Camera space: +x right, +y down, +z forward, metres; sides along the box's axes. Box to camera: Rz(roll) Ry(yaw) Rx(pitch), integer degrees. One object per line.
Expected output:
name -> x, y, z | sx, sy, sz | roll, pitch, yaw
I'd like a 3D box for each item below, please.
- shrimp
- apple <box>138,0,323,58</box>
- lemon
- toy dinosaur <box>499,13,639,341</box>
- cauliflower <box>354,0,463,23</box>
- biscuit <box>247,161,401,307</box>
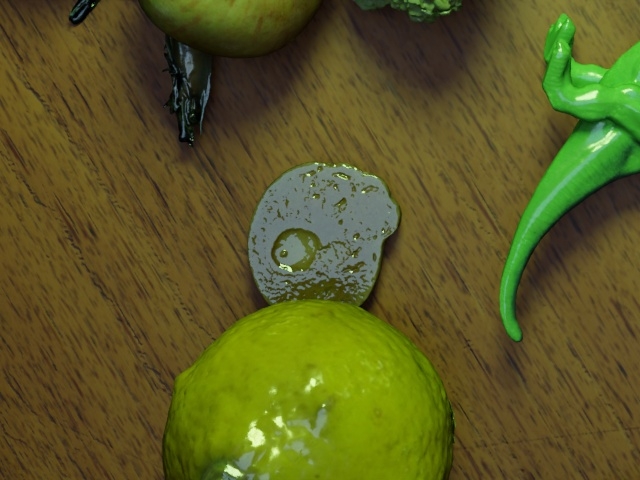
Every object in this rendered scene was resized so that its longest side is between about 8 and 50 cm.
shrimp -> -0.227, -0.247, 1.811 | 0.198, 0.051, 0.262 | -2, 91, 16
apple -> -0.105, -0.337, 1.685 | 0.261, 0.194, 0.261 | 2, 86, -27
lemon -> -0.021, 0.245, 1.653 | 0.349, 0.387, 0.350 | 7, 105, 26
toy dinosaur -> 0.423, -0.107, 1.698 | 0.374, 0.144, 0.500 | 7, 99, -4
cauliflower -> 0.134, -0.405, 1.650 | 0.260, 0.281, 0.327 | 50, 131, 5
biscuit -> 0.000, 0.000, 1.788 | 0.181, 0.049, 0.208 | 18, 97, 7
